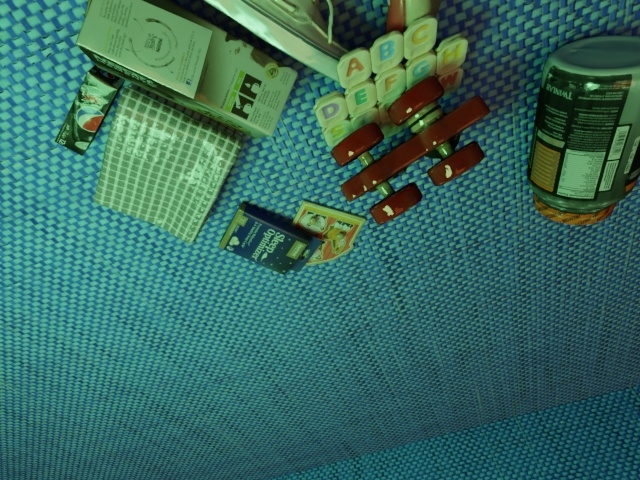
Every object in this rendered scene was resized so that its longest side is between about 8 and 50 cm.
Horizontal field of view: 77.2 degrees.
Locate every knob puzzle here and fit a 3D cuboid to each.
[{"bbox_3d":[0.000,0.000,1.036,0.213,0.030,0.213,-4,130,-4],"label":"knob puzzle"}]

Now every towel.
[{"bbox_3d":[-0.312,-0.144,0.819,0.235,0.121,0.283,20,124,-21],"label":"towel"}]

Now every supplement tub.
[{"bbox_3d":[0.545,-0.210,0.815,0.207,0.207,0.338,-12,131,3],"label":"supplement tub"}]

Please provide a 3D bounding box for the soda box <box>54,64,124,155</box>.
[{"bbox_3d":[-0.436,-0.245,0.758,0.053,0.060,0.169,30,120,-28],"label":"soda box"}]

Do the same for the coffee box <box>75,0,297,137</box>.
[{"bbox_3d":[-0.210,-0.286,0.664,0.297,0.168,0.118,21,95,-23],"label":"coffee box"}]

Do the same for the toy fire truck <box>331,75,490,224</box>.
[{"bbox_3d":[0.174,-0.174,0.793,0.302,0.254,0.169,-33,93,19],"label":"toy fire truck"}]

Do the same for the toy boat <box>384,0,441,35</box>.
[{"bbox_3d":[0.108,-0.434,0.640,0.151,0.151,0.231,6,135,28],"label":"toy boat"}]

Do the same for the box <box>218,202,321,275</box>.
[{"bbox_3d":[-0.124,0.008,1.003,0.225,0.036,0.136,24,126,-17],"label":"box"}]

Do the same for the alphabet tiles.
[{"bbox_3d":[0.129,-0.266,0.737,0.284,0.021,0.278,-24,160,4],"label":"alphabet tiles"}]

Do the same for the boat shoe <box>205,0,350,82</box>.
[{"bbox_3d":[-0.053,-0.399,0.649,0.367,0.135,0.156,27,112,-18],"label":"boat shoe"}]
